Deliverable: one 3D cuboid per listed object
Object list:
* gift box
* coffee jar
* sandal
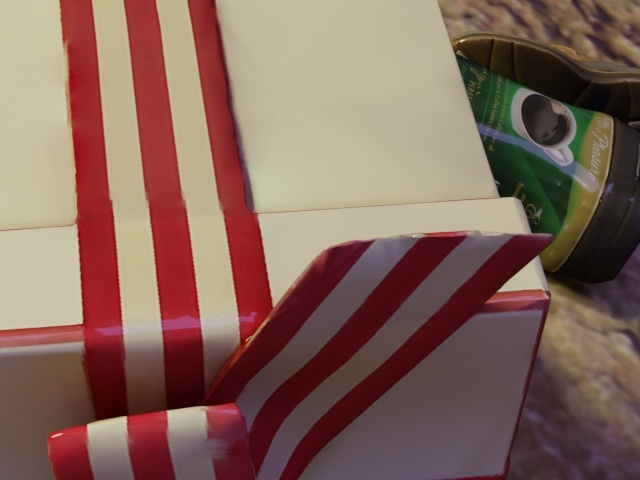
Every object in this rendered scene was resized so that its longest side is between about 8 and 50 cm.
[{"bbox_3d":[-0.039,0.025,0.581,0.277,0.255,0.258,-6,48,-4],"label":"gift box"},{"bbox_3d":[0.095,-0.048,0.864,0.184,0.079,0.096,23,43,-3],"label":"coffee jar"},{"bbox_3d":[0.147,-0.092,0.938,0.180,0.072,0.049,6,34,-22],"label":"sandal"}]
